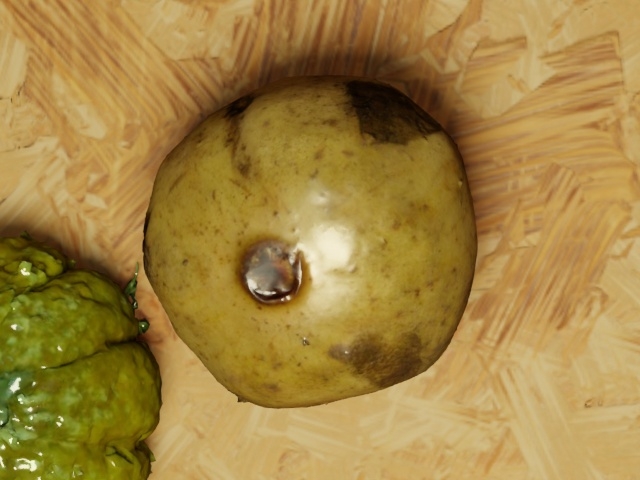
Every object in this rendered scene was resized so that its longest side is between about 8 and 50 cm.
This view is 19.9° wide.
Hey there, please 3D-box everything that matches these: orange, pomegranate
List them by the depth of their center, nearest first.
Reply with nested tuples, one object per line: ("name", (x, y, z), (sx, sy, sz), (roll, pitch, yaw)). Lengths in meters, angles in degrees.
("pomegranate", (0.000, 0.000, 1.477), (0.281, 0.281, 0.281), (1, 96, 7))
("orange", (-0.288, 0.138, 1.547), (0.301, 0.223, 0.300), (10, 92, 7))
